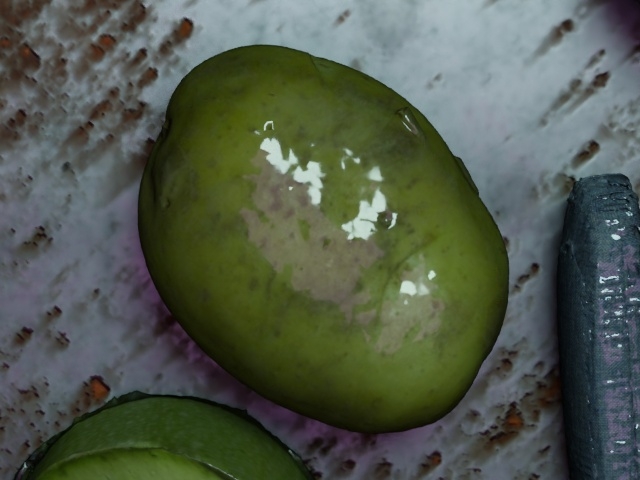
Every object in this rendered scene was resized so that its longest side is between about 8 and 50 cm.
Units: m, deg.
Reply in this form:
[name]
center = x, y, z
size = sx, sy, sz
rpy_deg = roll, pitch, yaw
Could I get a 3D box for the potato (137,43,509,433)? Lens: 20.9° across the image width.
[potato]
center = 0.002, -0.001, 1.019
size = 0.228, 0.148, 0.197
rpy_deg = 23, 110, -4

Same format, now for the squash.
[squash]
center = -0.099, 0.211, 1.065
size = 0.220, 0.133, 0.220
rpy_deg = 0, 104, 1

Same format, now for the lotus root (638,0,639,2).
[lotus root]
center = 0.288, -0.173, 1.017
size = 0.188, 0.199, 0.180
rpy_deg = -14, 139, 34

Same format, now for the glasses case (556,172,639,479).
[glasses case]
center = 0.181, 0.099, 1.061
size = 0.067, 0.109, 0.282
rpy_deg = -4, 98, 1
